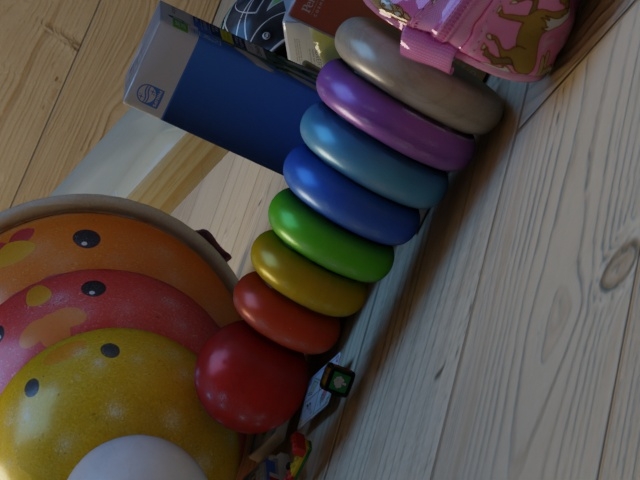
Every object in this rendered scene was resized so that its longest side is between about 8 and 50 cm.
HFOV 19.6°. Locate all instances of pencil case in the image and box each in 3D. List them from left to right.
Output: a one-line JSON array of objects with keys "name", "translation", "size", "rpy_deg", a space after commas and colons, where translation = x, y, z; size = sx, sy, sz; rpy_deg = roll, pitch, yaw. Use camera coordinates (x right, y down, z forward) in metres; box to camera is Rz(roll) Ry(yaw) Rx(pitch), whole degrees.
[{"name": "pencil case", "translation": [0.173, -0.290, 1.243], "size": [0.160, 0.167, 0.386], "rpy_deg": [50, 121, 39]}]

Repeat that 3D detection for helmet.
[{"name": "helmet", "translation": [-0.037, -0.216, 2.084], "size": [0.169, 0.161, 0.169], "rpy_deg": [-62, 11, 21]}]

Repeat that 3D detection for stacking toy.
[{"name": "stacking toy", "translation": [-0.170, 0.165, 1.544], "size": [0.351, 0.350, 0.480], "rpy_deg": [-65, 20, 3]}, {"name": "stacking toy", "translation": [0.000, 0.000, 1.415], "size": [0.330, 0.141, 0.141], "rpy_deg": [-59, 11, 11]}]

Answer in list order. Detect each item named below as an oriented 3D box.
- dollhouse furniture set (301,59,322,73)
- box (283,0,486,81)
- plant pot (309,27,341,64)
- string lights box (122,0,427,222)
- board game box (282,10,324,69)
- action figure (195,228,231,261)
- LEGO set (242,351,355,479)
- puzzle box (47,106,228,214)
[{"name": "dollhouse furniture set", "translation": [0.035, -0.124, 1.667], "size": [0.081, 0.114, 0.091], "rpy_deg": [-47, 18, 47]}, {"name": "box", "translation": [0.073, -0.211, 1.505], "size": [0.091, 0.170, 0.130], "rpy_deg": [-102, 37, -73]}, {"name": "plant pot", "translation": [0.068, -0.212, 1.708], "size": [0.095, 0.134, 0.134], "rpy_deg": [-11, 51, 45]}, {"name": "string lights box", "translation": [-0.030, -0.102, 1.521], "size": [0.077, 0.259, 0.133], "rpy_deg": [-64, 11, 11]}, {"name": "board game box", "translation": [0.024, -0.238, 1.894], "size": [0.305, 0.053, 0.193], "rpy_deg": [-76, -16, -45]}, {"name": "action figure", "translation": [-0.181, 0.145, 2.125], "size": [0.276, 0.248, 0.370], "rpy_deg": [61, 159, 22]}, {"name": "LEGO set", "translation": [-0.043, 0.181, 1.520], "size": [0.244, 0.060, 0.182], "rpy_deg": [134, 154, -59]}, {"name": "puzzle box", "translation": [-0.256, -0.019, 2.050], "size": [0.409, 0.052, 0.272], "rpy_deg": [-46, 21, 12]}]
